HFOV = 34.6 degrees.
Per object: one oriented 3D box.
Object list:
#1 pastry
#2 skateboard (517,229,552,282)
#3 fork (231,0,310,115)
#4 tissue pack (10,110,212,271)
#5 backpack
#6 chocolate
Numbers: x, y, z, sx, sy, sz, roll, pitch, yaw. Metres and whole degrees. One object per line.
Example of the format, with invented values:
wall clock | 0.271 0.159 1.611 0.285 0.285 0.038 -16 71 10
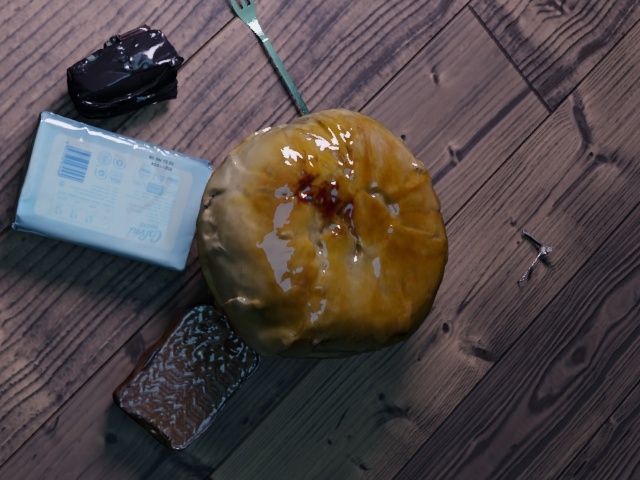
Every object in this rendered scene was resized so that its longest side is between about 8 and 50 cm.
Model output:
pastry | 0.000 0.000 1.552 0.409 0.245 0.409 2 86 -30
skateboard | 0.364 0.031 1.818 0.064 0.032 0.083 36 78 -8
fork | -0.082 -0.302 1.636 0.039 0.021 0.235 -32 105 -12
tissue pack | -0.310 -0.070 1.527 0.263 0.089 0.177 16 88 -23
backpack | -0.292 -0.246 1.512 0.165 0.120 0.106 -20 78 -18
chocolate | -0.205 0.202 1.577 0.148 0.093 0.214 45 79 -18
